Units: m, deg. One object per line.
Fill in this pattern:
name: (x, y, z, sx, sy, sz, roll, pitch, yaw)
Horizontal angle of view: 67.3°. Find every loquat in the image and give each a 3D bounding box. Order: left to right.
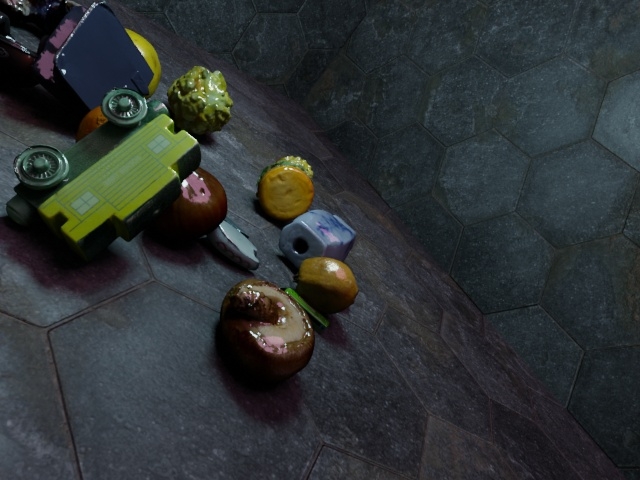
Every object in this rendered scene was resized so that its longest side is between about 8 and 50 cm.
loquat: (0.013, 0.145, 1.593, 0.234, 0.187, 0.176, 13, 18, 17)

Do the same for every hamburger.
hamburger: (-0.146, -0.207, 1.965, 0.246, 0.246, 0.170, 33, 8, -20)

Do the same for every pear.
pear: (-0.757, -0.627, 1.763, 0.336, 0.285, 0.285, -29, 63, -21)

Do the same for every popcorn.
popcorn: (-0.511, -0.601, 2.073, 0.279, 0.274, 0.335, 41, 20, -7)
popcorn: (-0.138, -0.298, 2.251, 0.169, 0.189, 0.218, 56, 19, 19)

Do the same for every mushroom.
mushroom: (-0.143, 0.222, 1.216, 0.278, 0.163, 0.297, 38, 19, -31)

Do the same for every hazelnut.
hazelnut: (-0.381, -0.111, 1.385, 0.217, 0.217, 0.251, 36, 41, -13)

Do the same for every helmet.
helmet: (-0.894, -0.550, 1.411, 0.189, 0.193, 0.216, 24, 10, -13)

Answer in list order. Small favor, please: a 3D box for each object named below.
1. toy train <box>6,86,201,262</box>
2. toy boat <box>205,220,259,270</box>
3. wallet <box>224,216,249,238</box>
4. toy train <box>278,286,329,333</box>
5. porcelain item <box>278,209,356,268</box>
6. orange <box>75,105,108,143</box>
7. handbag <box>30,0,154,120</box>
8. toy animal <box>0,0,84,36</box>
toy train: (-0.480, -0.153, 1.124, 0.272, 0.179, 0.442, 40, 63, 1)
toy boat: (-0.283, 0.019, 1.522, 0.207, 0.079, 0.134, 42, 15, -29)
wallet: (-0.306, -0.051, 1.636, 0.129, 0.026, 0.088, 38, 0, 18)
toy train: (-0.062, 0.210, 1.538, 0.209, 0.042, 0.044, 41, 20, 0)
porcelain item: (0.000, 0.000, 1.881, 0.242, 0.178, 0.405, 44, 18, 11)
orange: (-0.557, -0.269, 1.359, 0.246, 0.246, 0.246, 35, 21, -16)
handbag: (-0.690, -0.520, 1.503, 0.122, 0.303, 0.329, 6, -27, 22)
toy animal: (-1.031, -0.843, 1.789, 0.344, 0.194, 0.303, 17, 25, -42)
